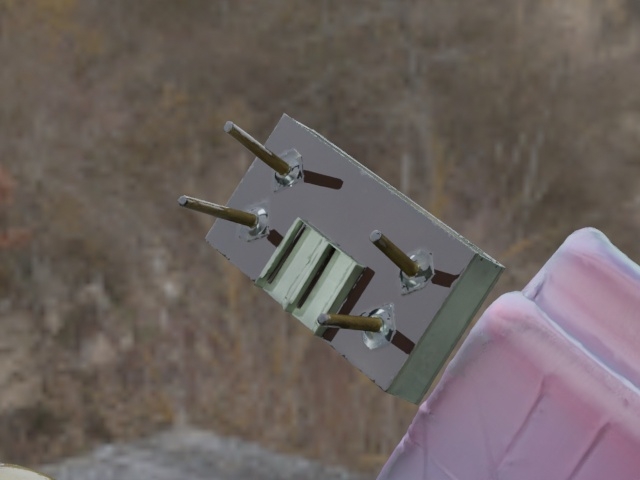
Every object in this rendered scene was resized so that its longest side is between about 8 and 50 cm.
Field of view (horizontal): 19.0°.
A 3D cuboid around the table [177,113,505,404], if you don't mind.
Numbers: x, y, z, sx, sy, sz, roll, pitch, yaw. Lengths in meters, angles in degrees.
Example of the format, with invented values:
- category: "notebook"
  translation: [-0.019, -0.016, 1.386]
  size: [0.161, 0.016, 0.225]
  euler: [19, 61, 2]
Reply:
- category: "table"
  translation: [0.000, 0.000, 1.423]
  size: [0.111, 0.122, 0.240]
  euler: [25, 9, -47]

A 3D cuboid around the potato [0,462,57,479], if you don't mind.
- category: "potato"
  translation: [-0.130, 0.251, 1.170]
  size: [0.120, 0.261, 0.100]
  euler: [-13, -3, -28]

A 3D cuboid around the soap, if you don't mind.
- category: "soap"
  translation: [0.184, 0.170, 0.869]
  size: [0.324, 0.193, 0.109]
  euler: [38, 41, 11]
